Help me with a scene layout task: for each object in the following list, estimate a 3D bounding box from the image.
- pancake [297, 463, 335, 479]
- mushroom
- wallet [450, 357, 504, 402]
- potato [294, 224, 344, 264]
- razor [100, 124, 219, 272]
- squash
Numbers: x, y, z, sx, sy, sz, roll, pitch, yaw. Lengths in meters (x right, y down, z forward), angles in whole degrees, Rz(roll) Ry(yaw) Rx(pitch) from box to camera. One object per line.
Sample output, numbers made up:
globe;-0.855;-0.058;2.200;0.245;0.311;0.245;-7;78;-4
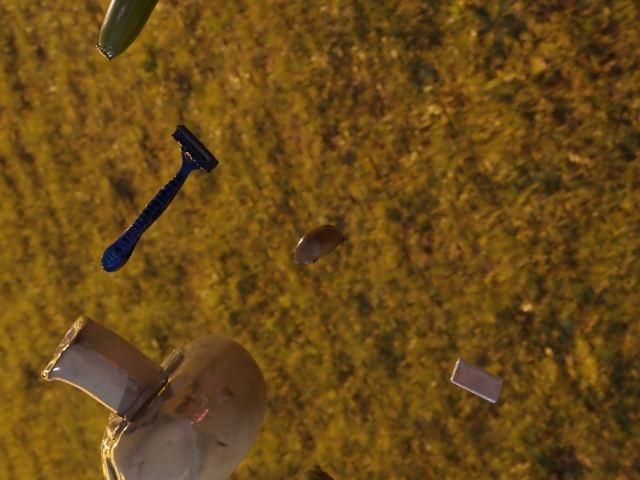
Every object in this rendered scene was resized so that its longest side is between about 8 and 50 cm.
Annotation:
pancake;0.059;0.453;1.470;0.427;0.067;0.305;60;-172;28
mushroom;-0.266;0.256;1.914;0.336;0.314;0.314;35;154;-10
wallet;0.247;0.220;1.920;0.083;0.044;0.011;27;157;-9
potato;0.000;0.000;1.882;0.037;0.093;0.036;18;136;49
razor;-0.283;-0.059;2.107;0.093;0.056;0.324;45;120;7
squash;-0.263;-0.347;1.751;0.066;0.201;0.066;26;171;5
